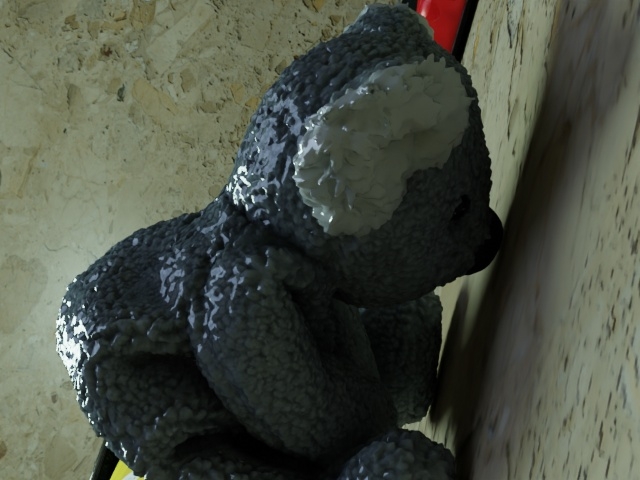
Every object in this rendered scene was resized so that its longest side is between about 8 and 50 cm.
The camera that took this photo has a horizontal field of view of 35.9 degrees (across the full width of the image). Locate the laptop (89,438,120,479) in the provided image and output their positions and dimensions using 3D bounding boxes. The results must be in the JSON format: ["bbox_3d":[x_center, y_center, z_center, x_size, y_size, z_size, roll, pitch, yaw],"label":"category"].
[{"bbox_3d":[-0.309,0.421,0.992,0.408,0.236,0.382,82,-163,-50],"label":"laptop"}]

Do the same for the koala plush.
[{"bbox_3d":[0.000,0.000,0.455,0.196,0.203,0.221,-77,12,-67],"label":"koala plush"}]

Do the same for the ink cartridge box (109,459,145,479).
[{"bbox_3d":[-0.050,0.106,0.909,0.303,0.072,0.307,-39,18,23],"label":"ink cartridge box"}]

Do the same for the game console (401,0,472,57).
[{"bbox_3d":[0.130,-0.275,1.015,0.387,0.060,0.342,-78,6,-60],"label":"game console"}]
